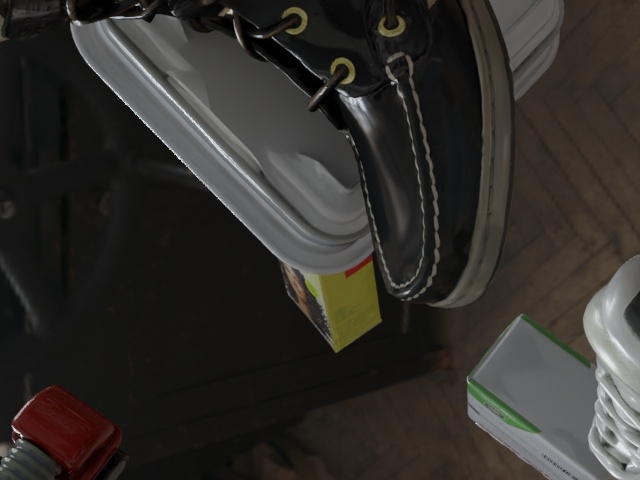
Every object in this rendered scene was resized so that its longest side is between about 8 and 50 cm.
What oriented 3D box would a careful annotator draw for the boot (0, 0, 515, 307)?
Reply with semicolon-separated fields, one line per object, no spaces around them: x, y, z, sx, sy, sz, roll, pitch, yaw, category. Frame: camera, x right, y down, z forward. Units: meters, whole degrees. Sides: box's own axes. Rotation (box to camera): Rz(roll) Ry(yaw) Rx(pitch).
-0.049;-0.137;0.626;0.138;0.284;0.377;153;111;-66;boot

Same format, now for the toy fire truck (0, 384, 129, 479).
-0.318;0.229;1.075;0.158;0.217;0.246;34;156;8;toy fire truck

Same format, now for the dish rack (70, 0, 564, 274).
0.020;-0.171;0.787;0.285;0.333;0.072;46;158;-5;dish rack

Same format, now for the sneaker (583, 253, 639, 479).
0.195;0.091;0.581;0.118;0.292;0.110;-39;58;15;sneaker

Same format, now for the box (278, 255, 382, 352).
0.000;0.000;0.918;0.087;0.058;0.232;48;163;32;box

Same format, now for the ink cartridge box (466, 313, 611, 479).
0.238;0.178;1.106;0.160;0.219;0.092;37;81;16;ink cartridge box
